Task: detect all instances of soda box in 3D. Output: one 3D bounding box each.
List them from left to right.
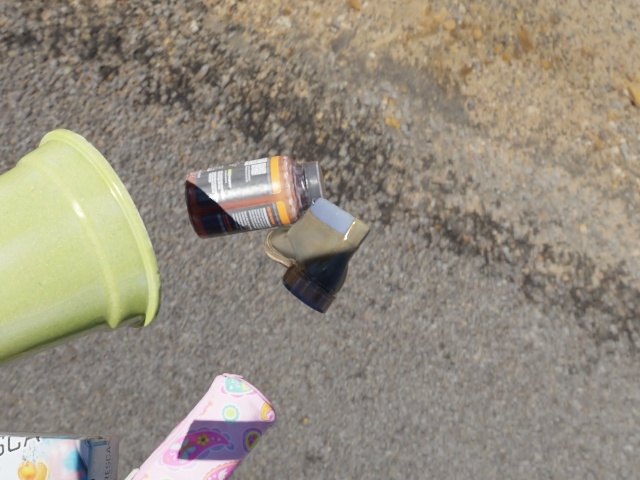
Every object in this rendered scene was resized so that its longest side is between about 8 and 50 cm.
[{"bbox_3d":[-0.287,0.211,0.818,0.183,0.063,0.058,-2,82,14],"label":"soda box"}]

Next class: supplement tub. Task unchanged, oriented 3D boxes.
[{"bbox_3d":[-0.093,-0.067,1.278,0.198,0.106,0.106,-9,120,6],"label":"supplement tub"}]

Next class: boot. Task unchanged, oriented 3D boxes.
[{"bbox_3d":[0.000,0.000,0.995,0.082,0.219,0.106,34,97,-21],"label":"boot"}]

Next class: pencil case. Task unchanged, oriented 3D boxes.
[{"bbox_3d":[-0.191,0.326,1.268,0.124,0.284,0.124,35,155,19],"label":"pencil case"}]

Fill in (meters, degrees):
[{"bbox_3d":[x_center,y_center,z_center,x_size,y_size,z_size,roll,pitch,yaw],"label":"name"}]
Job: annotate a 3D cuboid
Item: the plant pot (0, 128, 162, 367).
[{"bbox_3d":[-0.375,0.038,1.039,0.276,0.254,0.276,33,138,36],"label":"plant pot"}]
